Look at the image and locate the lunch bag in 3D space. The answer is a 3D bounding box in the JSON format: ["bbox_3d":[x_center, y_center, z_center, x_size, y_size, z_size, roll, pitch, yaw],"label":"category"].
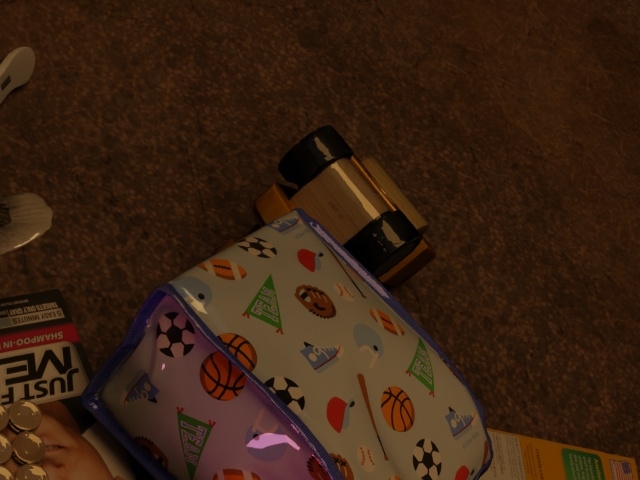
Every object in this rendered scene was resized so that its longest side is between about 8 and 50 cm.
[{"bbox_3d":[-0.013,0.198,1.587,0.385,0.239,0.328,42,33,9],"label":"lunch bag"}]

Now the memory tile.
[{"bbox_3d":[-0.356,0.218,1.478,0.148,0.012,0.113,4,56,-30],"label":"memory tile"}]

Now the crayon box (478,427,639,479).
[{"bbox_3d":[0.286,0.370,1.899,0.323,0.083,0.203,14,51,-24],"label":"crayon box"}]

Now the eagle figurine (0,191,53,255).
[{"bbox_3d":[-0.446,-0.019,1.548,0.226,0.298,0.225,-6,58,-35],"label":"eagle figurine"}]

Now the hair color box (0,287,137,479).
[{"bbox_3d":[-0.320,0.249,1.566,0.185,0.113,0.374,-9,64,-37],"label":"hair color box"}]

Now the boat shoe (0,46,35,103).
[{"bbox_3d":[-0.427,-0.217,1.893,0.040,0.049,0.142,6,36,19],"label":"boat shoe"}]

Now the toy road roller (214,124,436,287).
[{"bbox_3d":[0.000,0.000,1.943,0.202,0.240,0.329,52,9,11],"label":"toy road roller"}]
